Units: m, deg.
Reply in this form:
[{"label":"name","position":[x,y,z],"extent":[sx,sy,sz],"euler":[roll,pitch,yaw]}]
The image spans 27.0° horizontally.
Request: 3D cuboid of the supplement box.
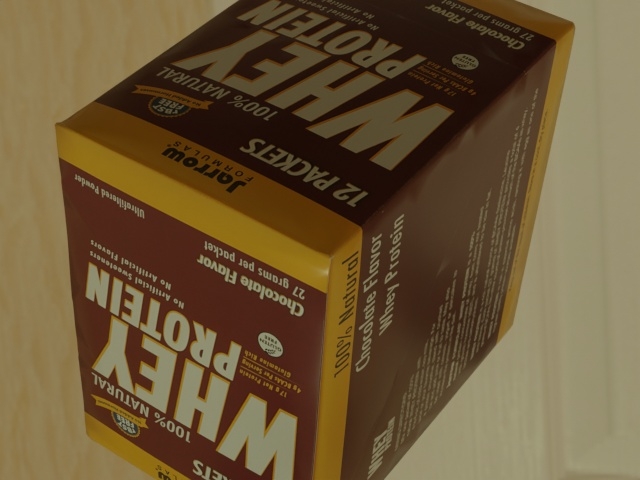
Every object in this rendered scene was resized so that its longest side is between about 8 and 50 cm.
[{"label":"supplement box","position":[0.000,0.000,0.601],"extent":[0.129,0.191,0.194],"euler":[26,-134,23]}]
